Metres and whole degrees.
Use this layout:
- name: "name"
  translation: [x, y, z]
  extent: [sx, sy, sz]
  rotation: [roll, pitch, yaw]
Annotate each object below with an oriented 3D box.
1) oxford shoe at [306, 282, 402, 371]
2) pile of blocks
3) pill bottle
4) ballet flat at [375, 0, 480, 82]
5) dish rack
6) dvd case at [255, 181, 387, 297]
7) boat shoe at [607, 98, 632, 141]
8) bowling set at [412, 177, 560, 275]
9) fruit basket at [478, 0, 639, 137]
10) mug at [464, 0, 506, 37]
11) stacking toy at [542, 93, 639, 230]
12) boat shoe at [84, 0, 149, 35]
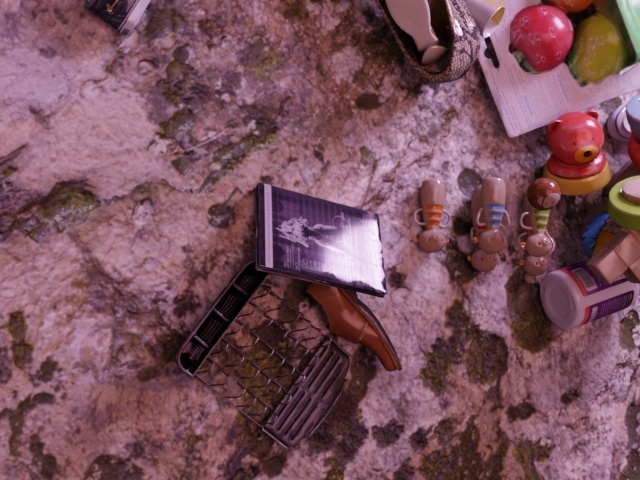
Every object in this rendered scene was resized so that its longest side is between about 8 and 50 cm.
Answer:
- name: "oxford shoe"
  translation: [0.056, 0.139, 1.571]
  extent: [0.076, 0.076, 0.212]
  rotation: [-38, 97, 2]
- name: "pile of blocks"
  translation: [0.556, -0.015, 1.721]
  extent: [0.113, 0.149, 0.362]
  rotation: [49, 47, -11]
- name: "pill bottle"
  translation: [0.504, 0.084, 1.737]
  extent: [0.193, 0.108, 0.108]
  rotation: [-16, 93, -23]
- name: "ballet flat"
  translation: [0.117, -0.474, 1.564]
  extent: [0.483, 0.164, 0.182]
  rotation: [62, 25, -10]
- name: "dish rack"
  translation: [-0.077, 0.186, 1.499]
  extent: [0.271, 0.074, 0.208]
  rotation: [42, 73, -15]
- name: "dvd case"
  translation: [0.000, 0.000, 1.534]
  extent: [0.221, 0.018, 0.165]
  rotation: [14, 51, -22]
- name: "boat shoe"
  translation: [0.657, -0.247, 1.844]
  extent: [0.226, 0.076, 0.083]
  rotation: [-19, 93, -23]
- name: "bowling set"
  translation: [0.315, -0.024, 1.622]
  extent: [0.287, 0.200, 0.154]
  rotation: [4, 86, -19]
- name: "fruit basket"
  translation: [0.436, -0.392, 1.741]
  extent: [0.353, 0.165, 0.327]
  rotation: [-22, 91, -5]
- name: "mug"
  translation: [0.279, -0.396, 1.662]
  extent: [0.064, 0.062, 0.078]
  rotation: [38, 48, 18]
- name: "stacking toy"
  translation: [0.566, -0.162, 1.657]
  extent: [0.308, 0.279, 0.130]
  rotation: [-22, 125, -12]
- name: "boat shoe"
  translation: [-0.283, -0.408, 1.458]
  extent: [0.083, 0.065, 0.183]
  rotation: [31, 76, -20]
